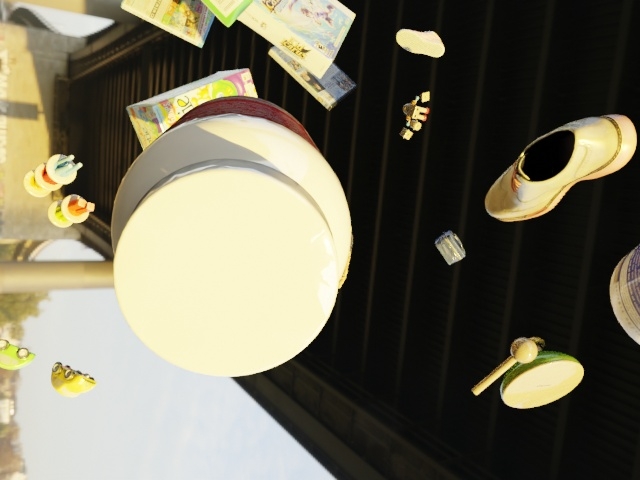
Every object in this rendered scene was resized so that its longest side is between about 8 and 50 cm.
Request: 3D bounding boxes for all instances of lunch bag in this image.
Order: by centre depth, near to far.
[{"bbox_3d":[0.399,0.016,1.748,0.065,0.067,0.098,-33,-80,19],"label":"lunch bag"}]

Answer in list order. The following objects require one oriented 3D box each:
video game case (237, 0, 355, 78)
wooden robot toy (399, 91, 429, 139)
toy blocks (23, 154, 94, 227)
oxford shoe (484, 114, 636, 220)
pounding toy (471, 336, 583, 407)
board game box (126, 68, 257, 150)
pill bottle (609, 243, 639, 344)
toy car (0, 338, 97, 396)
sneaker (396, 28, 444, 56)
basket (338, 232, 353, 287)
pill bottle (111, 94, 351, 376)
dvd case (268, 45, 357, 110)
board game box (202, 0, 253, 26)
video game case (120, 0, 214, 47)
[{"bbox_3d":[-0.054,-0.538,1.358,0.061,0.244,0.269,-47,-163,43],"label":"video game case"},{"bbox_3d":[0.319,-0.442,1.986,0.079,0.076,0.173,41,-61,49],"label":"wooden robot toy"},{"bbox_3d":[-0.451,-0.090,1.017,0.148,0.054,0.123,-13,-63,41],"label":"toy blocks"},{"bbox_3d":[0.445,-0.146,1.190,0.397,0.147,0.140,131,-48,-61],"label":"oxford shoe"},{"bbox_3d":[0.454,0.272,1.266,0.183,0.237,0.110,-49,-144,29],"label":"pounding toy"},{"bbox_3d":[-0.298,-0.305,1.393,0.142,0.275,0.144,13,-52,47],"label":"board game box"},{"bbox_3d":[0.319,0.022,0.441,0.186,0.112,0.112,87,-10,-68],"label":"pill bottle"},{"bbox_3d":[-0.584,0.264,1.180,0.239,0.225,0.053,-19,-136,62],"label":"toy car"},{"bbox_3d":[0.267,-0.539,1.535,0.070,0.134,0.051,-81,-170,-47],"label":"sneaker"},{"bbox_3d":[0.000,0.000,1.526,0.213,0.223,0.299,-120,-172,-45],"label":"basket"},{"bbox_3d":[-0.092,-0.031,0.627,0.407,0.229,0.229,-110,-151,-71],"label":"pill bottle"},{"bbox_3d":[-0.019,-0.524,1.754,0.253,0.180,0.022,43,-44,-1],"label":"dvd case"},{"bbox_3d":[-0.249,-0.529,0.998,0.064,0.242,0.316,-40,-140,13],"label":"board game box"},{"bbox_3d":[-0.298,-0.471,1.143,0.015,0.166,0.119,-36,-144,57],"label":"video game case"}]
